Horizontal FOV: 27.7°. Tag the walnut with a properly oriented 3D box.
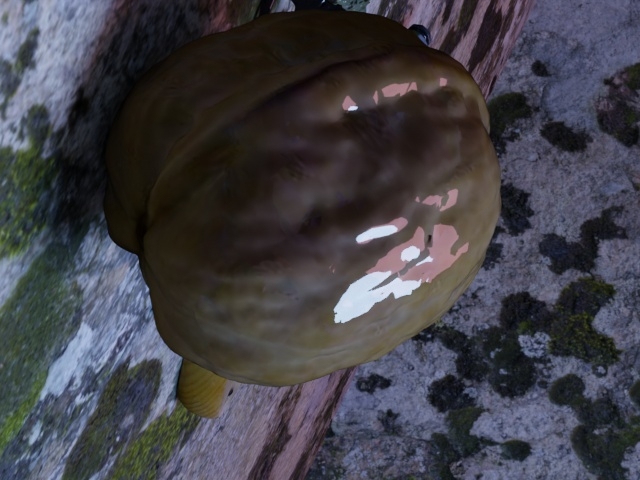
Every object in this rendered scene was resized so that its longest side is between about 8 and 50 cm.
[{"bbox_3d":[-0.003,-0.044,1.101,0.344,0.306,0.306,-19,149,-20],"label":"walnut"}]

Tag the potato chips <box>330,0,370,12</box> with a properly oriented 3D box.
[{"bbox_3d":[0.019,-0.226,1.633,0.167,0.059,0.228,-59,165,-65],"label":"potato chips"}]

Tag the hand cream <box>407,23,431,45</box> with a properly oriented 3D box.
[{"bbox_3d":[0.097,-0.247,2.002,0.271,0.058,0.091,-53,176,-37],"label":"hand cream"}]

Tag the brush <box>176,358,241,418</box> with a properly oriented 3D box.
[{"bbox_3d":[-0.071,0.127,1.687,0.266,0.166,0.174,-65,170,9],"label":"brush"}]

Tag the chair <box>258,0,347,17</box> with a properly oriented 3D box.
[{"bbox_3d":[-0.053,-0.142,1.293,0.113,0.106,0.229,-53,165,-81],"label":"chair"}]
